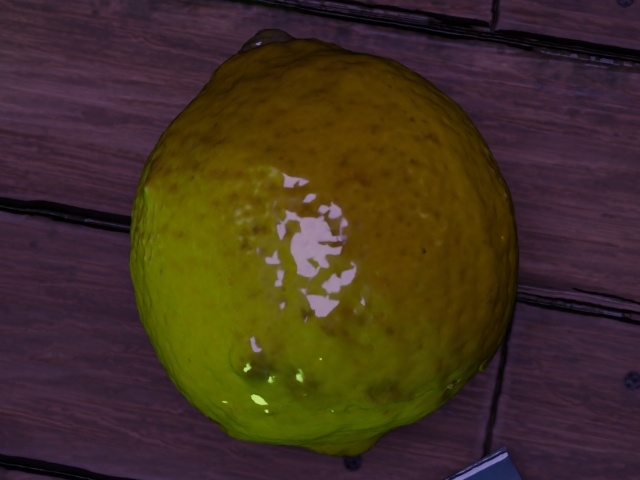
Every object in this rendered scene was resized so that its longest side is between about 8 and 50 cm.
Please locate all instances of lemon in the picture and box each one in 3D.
[{"bbox_3d":[0.000,0.000,1.486,0.350,0.350,0.387,-9,88,4],"label":"lemon"}]

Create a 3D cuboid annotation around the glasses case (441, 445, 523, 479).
[{"bbox_3d":[0.076,0.292,1.584,0.266,0.056,0.105,-28,103,0],"label":"glasses case"}]
